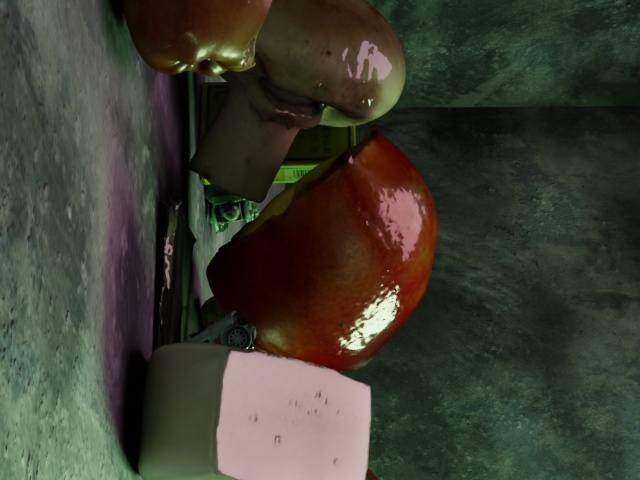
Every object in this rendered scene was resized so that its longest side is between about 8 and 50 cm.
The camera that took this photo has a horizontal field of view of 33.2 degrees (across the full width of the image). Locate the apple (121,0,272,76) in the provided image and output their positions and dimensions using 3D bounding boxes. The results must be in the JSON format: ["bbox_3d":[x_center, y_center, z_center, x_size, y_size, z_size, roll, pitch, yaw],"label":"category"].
[{"bbox_3d":[-0.111,-0.229,0.960,0.156,0.147,0.158,-8,-110,58],"label":"apple"}]

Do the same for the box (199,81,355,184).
[{"bbox_3d":[-0.060,-0.154,1.519,0.064,0.220,0.141,90,-1,-67],"label":"box"}]

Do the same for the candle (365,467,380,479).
[{"bbox_3d":[-0.034,0.358,1.417,0.131,0.287,0.317,-117,-157,-81],"label":"candle"}]

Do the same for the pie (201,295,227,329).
[{"bbox_3d":[-0.103,0.165,1.490,0.195,0.046,0.195,43,-30,32],"label":"pie"}]

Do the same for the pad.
[{"bbox_3d":[-0.165,0.084,1.213,0.174,0.022,0.233,90,2,-76],"label":"pad"}]

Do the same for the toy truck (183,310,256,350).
[{"bbox_3d":[-0.106,0.178,1.226,0.080,0.115,0.177,-23,92,-88],"label":"toy truck"}]

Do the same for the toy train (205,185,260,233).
[{"bbox_3d":[-0.134,-0.066,1.637,0.178,0.071,0.104,-103,-175,-88],"label":"toy train"}]

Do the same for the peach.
[{"bbox_3d":[0.000,0.000,1.310,0.281,0.281,0.338,-89,-179,-45],"label":"peach"}]

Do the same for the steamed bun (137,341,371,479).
[{"bbox_3d":[-0.077,0.188,1.078,0.242,0.164,0.146,20,67,-45],"label":"steamed bun"}]

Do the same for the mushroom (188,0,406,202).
[{"bbox_3d":[-0.048,-0.187,1.356,0.292,0.292,0.290,58,54,-88],"label":"mushroom"}]
